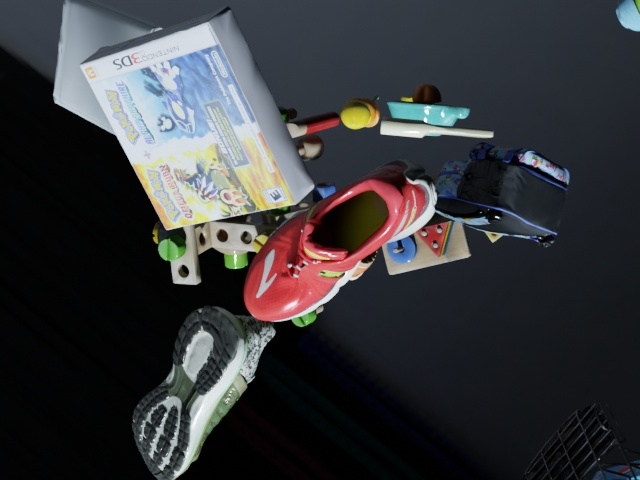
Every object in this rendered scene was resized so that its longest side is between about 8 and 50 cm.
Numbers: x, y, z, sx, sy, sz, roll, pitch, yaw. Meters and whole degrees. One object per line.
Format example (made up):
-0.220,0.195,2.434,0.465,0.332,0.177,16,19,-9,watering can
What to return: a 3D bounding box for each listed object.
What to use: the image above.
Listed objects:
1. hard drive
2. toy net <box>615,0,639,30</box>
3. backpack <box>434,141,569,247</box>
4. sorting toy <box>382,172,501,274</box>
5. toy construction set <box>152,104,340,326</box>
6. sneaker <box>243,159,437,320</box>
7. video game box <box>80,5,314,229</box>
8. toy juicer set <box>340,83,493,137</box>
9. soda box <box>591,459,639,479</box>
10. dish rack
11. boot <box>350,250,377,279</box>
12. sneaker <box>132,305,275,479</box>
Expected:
-0.368,-0.299,2.190,0.040,0.307,0.203,-4,111,-38,hard drive
0.375,-0.377,1.641,0.045,0.232,0.122,-25,-168,30,toy net
0.241,-0.070,1.778,0.173,0.158,0.117,11,-97,48,backpack
0.151,-0.026,1.885,0.274,0.132,0.046,-14,180,25,sorting toy
-0.104,-0.046,1.836,0.237,0.257,0.309,-21,139,-55,toy construction set
0.000,0.000,1.410,0.279,0.107,0.118,-40,170,28,sneaker
-0.127,-0.118,1.287,0.187,0.205,0.048,-9,-155,40,video game box
0.146,-0.230,2.188,0.329,0.209,0.089,-149,-118,-72,toy juicer set
0.537,0.390,2.023,0.210,0.071,0.067,-25,-174,36,soda box
0.311,0.323,1.369,0.208,0.074,0.271,-57,-147,32,dish rack
0.080,-0.001,2.292,0.084,0.059,0.158,115,-1,-55,boot
-0.195,0.282,2.276,0.182,0.158,0.410,-6,138,-45,sneaker
